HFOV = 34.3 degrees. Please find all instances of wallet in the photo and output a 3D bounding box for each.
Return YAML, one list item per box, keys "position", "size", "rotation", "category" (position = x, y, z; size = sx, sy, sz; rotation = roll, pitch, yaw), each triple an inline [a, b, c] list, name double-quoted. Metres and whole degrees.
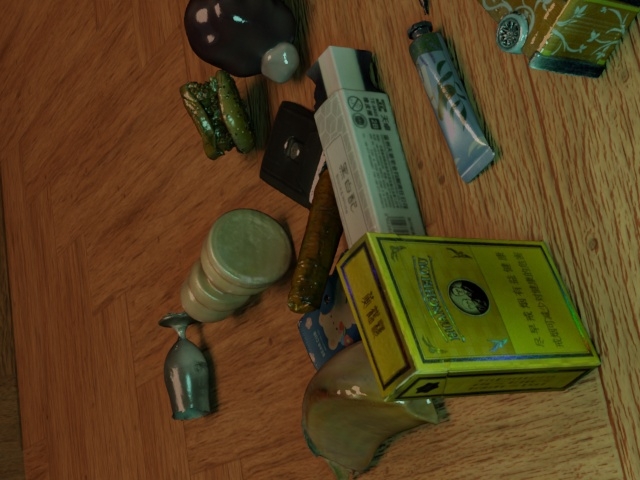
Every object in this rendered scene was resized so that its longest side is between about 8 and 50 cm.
- position: [-0.043, -0.157, 1.905]
  size: [0.245, 0.052, 0.168]
  rotation: [35, 115, 55]
  category: "wallet"
- position: [0.041, 0.124, 1.750]
  size: [0.202, 0.059, 0.141]
  rotation: [-60, 43, 36]
  category: "wallet"

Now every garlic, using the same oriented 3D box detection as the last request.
- position: [0.049, 0.289, 1.669]
  size: [0.196, 0.151, 0.338]
  rotation: [57, 137, 22]
  category: "garlic"

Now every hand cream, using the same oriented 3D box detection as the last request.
- position: [0.192, -0.213, 1.537]
  size: [0.088, 0.055, 0.256]
  rotation: [-47, 58, 52]
  category: "hand cream"

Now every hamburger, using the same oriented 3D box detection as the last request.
- position: [-0.196, -0.254, 2.044]
  size: [0.113, 0.177, 0.185]
  rotation: [-19, 55, 12]
  category: "hamburger"

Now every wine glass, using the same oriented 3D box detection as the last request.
- position: [-0.289, 0.270, 2.232]
  size: [0.103, 0.103, 0.222]
  rotation: [-34, 61, 52]
  category: "wine glass"

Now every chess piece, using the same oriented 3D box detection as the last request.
- position: [-0.186, 0.073, 2.027]
  size: [0.299, 0.167, 0.167]
  rotation: [-47, 51, 53]
  category: "chess piece"

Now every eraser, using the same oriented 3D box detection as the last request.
- position: [0.073, -0.117, 1.667]
  size: [0.096, 0.098, 0.403]
  rotation: [-42, 55, 50]
  category: "eraser"

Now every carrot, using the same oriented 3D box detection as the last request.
- position: [0.000, 0.000, 1.738]
  size: [0.070, 0.070, 0.260]
  rotation: [-25, 44, 55]
  category: "carrot"

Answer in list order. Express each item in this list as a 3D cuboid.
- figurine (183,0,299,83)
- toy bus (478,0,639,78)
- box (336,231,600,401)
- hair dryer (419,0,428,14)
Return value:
- position: [-0.138, -0.475, 1.986]
  size: [0.218, 0.206, 0.364]
  rotation: [-12, 53, 35]
  category: "figurine"
- position: [0.274, -0.349, 1.322]
  size: [0.275, 0.139, 0.167]
  rotation: [60, 135, 37]
  category: "toy bus"
- position: [0.186, 0.092, 1.293]
  size: [0.084, 0.302, 0.192]
  rotation: [-50, 49, 42]
  category: "box"
- position: [0.165, -0.394, 1.608]
  size: [0.079, 0.031, 0.083]
  rotation: [-17, 89, 47]
  category: "hair dryer"
